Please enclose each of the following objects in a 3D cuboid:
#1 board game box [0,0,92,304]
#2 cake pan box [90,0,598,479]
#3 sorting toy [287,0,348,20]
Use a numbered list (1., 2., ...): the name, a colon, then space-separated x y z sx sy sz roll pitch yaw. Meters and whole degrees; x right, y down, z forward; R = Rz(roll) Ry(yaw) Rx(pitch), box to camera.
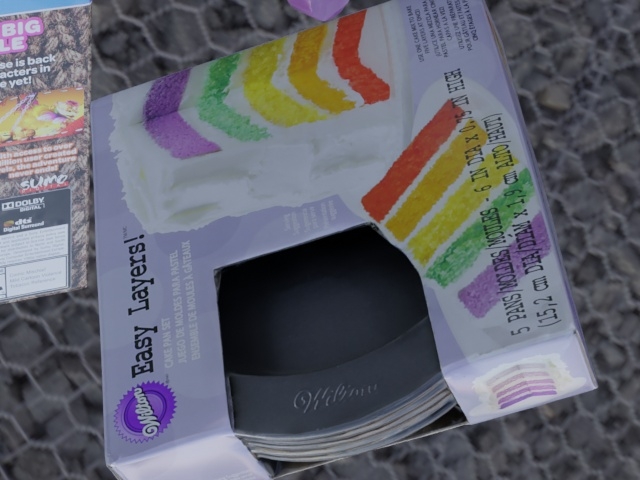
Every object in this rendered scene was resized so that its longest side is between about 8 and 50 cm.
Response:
1. board game box: -0.287 -0.092 0.989 0.232 0.141 0.291 -10 137 -21
2. cake pan box: 0.000 0.000 0.778 0.245 0.267 0.070 -17 142 12
3. sorting toy: -0.039 -0.145 1.500 0.127 0.126 0.366 -31 138 -37
